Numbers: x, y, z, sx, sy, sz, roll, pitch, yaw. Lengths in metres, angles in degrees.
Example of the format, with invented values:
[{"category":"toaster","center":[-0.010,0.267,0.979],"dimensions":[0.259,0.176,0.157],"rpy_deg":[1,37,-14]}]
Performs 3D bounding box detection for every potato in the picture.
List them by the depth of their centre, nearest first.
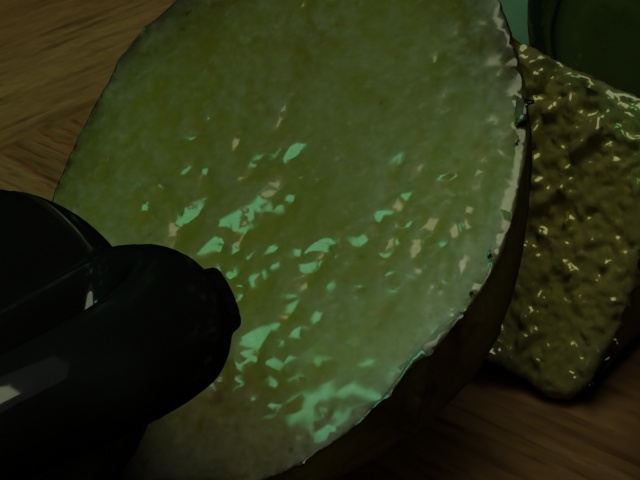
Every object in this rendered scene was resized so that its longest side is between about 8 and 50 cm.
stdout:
[{"category":"potato","center":[0.000,0.000,0.849],"dimensions":[0.239,0.116,0.299],"rpy_deg":[-8,56,29]}]

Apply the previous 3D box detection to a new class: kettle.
[{"category":"kettle","center":[-0.170,0.075,0.658],"dimensions":[0.290,0.207,0.268],"rpy_deg":[-23,9,-34]}]

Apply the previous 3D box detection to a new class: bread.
[{"category":"bread","center":[0.103,-0.016,0.902],"dimensions":[0.147,0.152,0.127],"rpy_deg":[23,38,23]}]

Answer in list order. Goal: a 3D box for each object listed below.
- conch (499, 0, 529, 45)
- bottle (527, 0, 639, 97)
[{"category":"conch","center":[0.185,-0.181,1.244],"dimensions":[0.221,0.121,0.185],"rpy_deg":[-22,5,-24]},{"category":"bottle","center":[0.310,-0.146,1.091],"dimensions":[0.351,0.172,0.171],"rpy_deg":[-17,32,-26]}]
